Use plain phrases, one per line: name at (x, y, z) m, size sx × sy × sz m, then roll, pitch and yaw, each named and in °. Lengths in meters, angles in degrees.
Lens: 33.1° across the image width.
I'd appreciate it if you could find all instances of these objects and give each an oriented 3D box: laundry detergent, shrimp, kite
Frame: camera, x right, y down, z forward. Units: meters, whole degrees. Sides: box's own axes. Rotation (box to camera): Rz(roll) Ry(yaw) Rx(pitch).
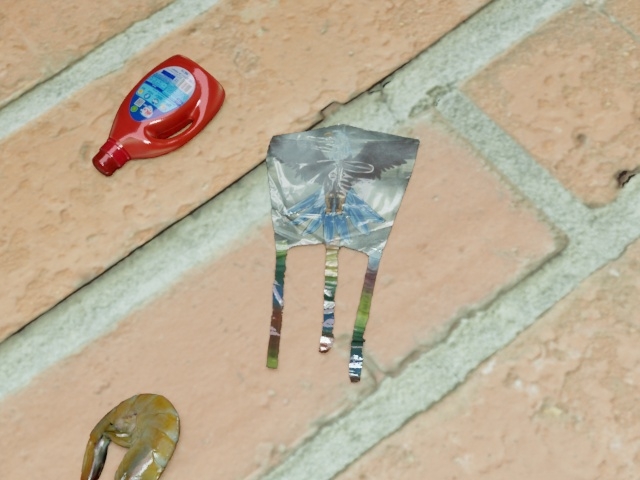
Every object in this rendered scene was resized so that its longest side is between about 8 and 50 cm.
laundry detergent at (-0.190, -0.133, 1.225) m, size 0.097 × 0.049 × 0.165 m, roll 36°, pitch 73°, yaw 19°
shrimp at (-0.197, 0.217, 1.029) m, size 0.095 × 0.045 × 0.162 m, roll 20°, pitch 67°, yaw 18°
kite at (0.000, 0.001, 1.145) m, size 0.169 × 0.015 × 0.310 m, roll 7°, pitch 60°, yaw 11°
